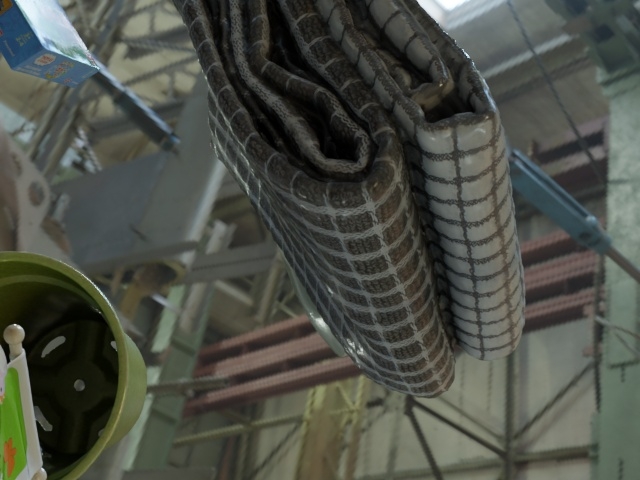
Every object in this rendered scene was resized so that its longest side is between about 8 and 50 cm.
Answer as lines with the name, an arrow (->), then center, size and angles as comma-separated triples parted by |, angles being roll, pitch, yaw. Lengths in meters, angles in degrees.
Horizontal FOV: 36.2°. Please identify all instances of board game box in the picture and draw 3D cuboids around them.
board game box -> -0.290, -0.243, 0.882 | 0.039, 0.211, 0.160 | -32, -179, 5

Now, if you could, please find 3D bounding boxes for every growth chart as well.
growth chart -> -0.231, 0.184, 0.699 | 0.237, 0.021, 0.172 | -98, -173, -58

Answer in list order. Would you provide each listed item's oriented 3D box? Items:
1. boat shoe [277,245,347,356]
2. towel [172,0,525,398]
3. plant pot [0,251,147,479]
boat shoe -> 0.000, 0.000, 0.930 | 0.070, 0.219, 0.078 | -21, 172, -18
towel -> 0.000, -0.067, 0.571 | 0.121, 0.235, 0.283 | -31, -126, -3
plant pot -> -0.327, 0.171, 1.176 | 0.276, 0.276, 0.254 | -60, 169, -6
